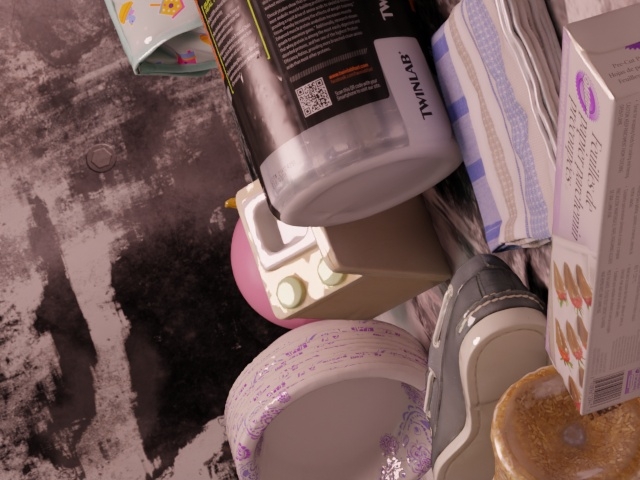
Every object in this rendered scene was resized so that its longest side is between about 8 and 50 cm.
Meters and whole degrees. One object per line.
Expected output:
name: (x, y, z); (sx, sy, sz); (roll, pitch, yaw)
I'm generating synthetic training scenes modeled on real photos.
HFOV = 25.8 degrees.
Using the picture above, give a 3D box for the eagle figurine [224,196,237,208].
eagle figurine: (-0.032, -0.068, 2.041); (0.226, 0.225, 0.298); (14, 95, 35)

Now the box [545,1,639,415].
box: (0.183, -0.006, 0.853); (0.324, 0.067, 0.063); (80, 169, -53)

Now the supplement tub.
supplement tub: (-0.003, -0.187, 1.292); (0.193, 0.194, 0.316); (99, 152, -75)

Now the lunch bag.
lunch bag: (-0.150, -0.335, 1.763); (0.160, 0.262, 0.223); (94, 156, -71)

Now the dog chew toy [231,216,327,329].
dog chew toy: (0.000, 0.000, 1.783); (0.332, 0.207, 0.206); (133, 119, -72)

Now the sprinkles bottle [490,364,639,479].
sprinkles bottle: (0.197, 0.241, 1.132); (0.355, 0.121, 0.121); (81, 168, -52)

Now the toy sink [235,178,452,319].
toy sink: (0.008, -0.007, 1.470); (0.234, 0.131, 0.152); (5, -120, -57)

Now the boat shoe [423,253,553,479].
boat shoe: (0.151, 0.136, 1.284); (0.319, 0.116, 0.099); (89, 165, -51)

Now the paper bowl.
paper bowl: (0.015, 0.215, 1.803); (0.148, 0.284, 0.284); (-113, 8, -46)

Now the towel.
towel: (0.142, -0.093, 1.072); (0.285, 0.034, 0.209); (151, 102, -83)
